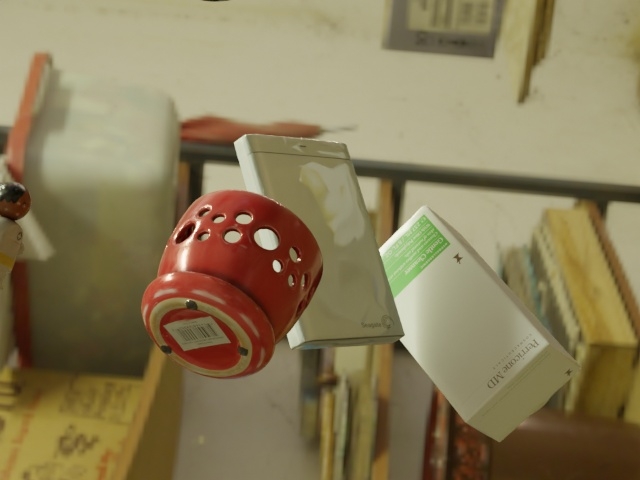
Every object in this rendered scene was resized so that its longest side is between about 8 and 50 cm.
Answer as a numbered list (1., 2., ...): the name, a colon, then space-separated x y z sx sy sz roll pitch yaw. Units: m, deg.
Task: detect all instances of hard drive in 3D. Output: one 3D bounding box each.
1. hard drive: 0.000 0.000 1.977 0.047 0.233 0.353 -31 68 41

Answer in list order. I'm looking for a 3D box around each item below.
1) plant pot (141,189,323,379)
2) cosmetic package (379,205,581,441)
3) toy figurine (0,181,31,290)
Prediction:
1. plant pot: -0.111 0.063 1.478 0.191 0.191 0.174 94 -165 -46
2. cosmetic package: 0.244 0.139 2.081 0.155 0.197 0.365 35 -168 -51
3. toy figurine: -0.476 -0.033 1.533 0.209 0.213 0.148 -5 66 63
